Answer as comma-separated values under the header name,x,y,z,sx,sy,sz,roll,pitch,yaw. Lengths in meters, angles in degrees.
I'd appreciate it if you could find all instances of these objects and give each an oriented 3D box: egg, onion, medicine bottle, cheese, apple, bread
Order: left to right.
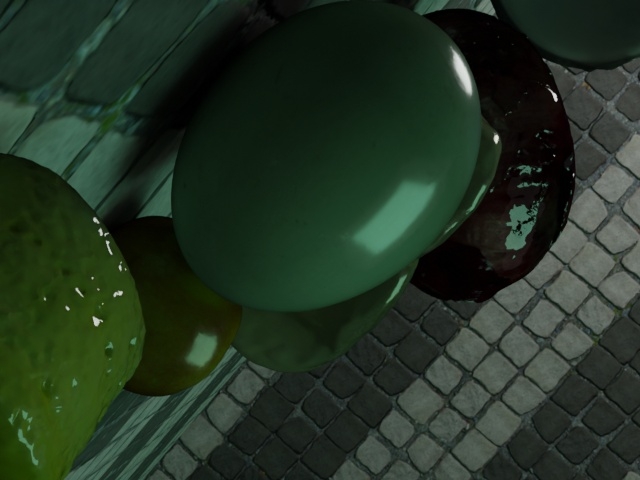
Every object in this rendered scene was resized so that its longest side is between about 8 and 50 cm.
name,x,y,z,sx,sy,sz,roll,pitch,yaw
bread,-0.130,0.044,0.421,0.129,0.111,0.114,-47,-174,48
apple,-0.101,0.044,0.669,0.099,0.102,0.114,-47,176,-40
egg,0.003,-0.045,0.616,0.192,0.149,0.149,-49,176,-11
cheese,0.008,-0.021,0.831,0.263,0.159,0.093,-50,-179,21
onion,0.094,-0.072,0.950,0.219,0.252,0.252,-11,164,-15
medicine bottle,0.299,-0.304,1.075,0.190,0.190,0.332,-52,174,38
